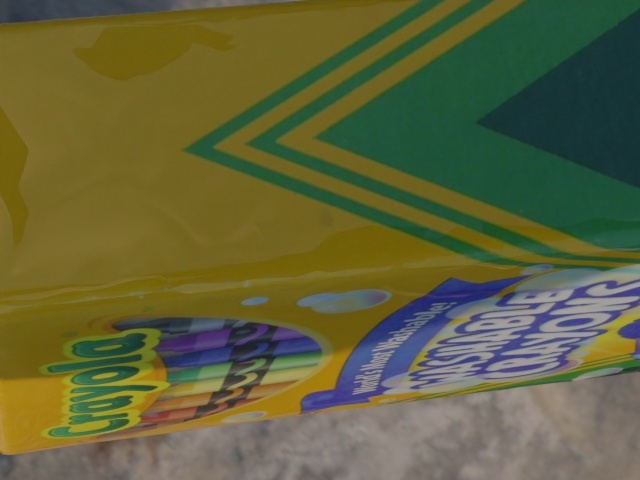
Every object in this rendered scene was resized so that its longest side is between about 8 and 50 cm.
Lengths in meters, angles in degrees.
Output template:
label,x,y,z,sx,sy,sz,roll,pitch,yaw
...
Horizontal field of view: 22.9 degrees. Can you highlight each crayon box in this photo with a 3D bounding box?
label,x,y,z,sx,sy,sz,roll,pitch,yaw
crayon box,0.000,0.000,0.505,0.323,0.203,0.083,-6,74,-11
